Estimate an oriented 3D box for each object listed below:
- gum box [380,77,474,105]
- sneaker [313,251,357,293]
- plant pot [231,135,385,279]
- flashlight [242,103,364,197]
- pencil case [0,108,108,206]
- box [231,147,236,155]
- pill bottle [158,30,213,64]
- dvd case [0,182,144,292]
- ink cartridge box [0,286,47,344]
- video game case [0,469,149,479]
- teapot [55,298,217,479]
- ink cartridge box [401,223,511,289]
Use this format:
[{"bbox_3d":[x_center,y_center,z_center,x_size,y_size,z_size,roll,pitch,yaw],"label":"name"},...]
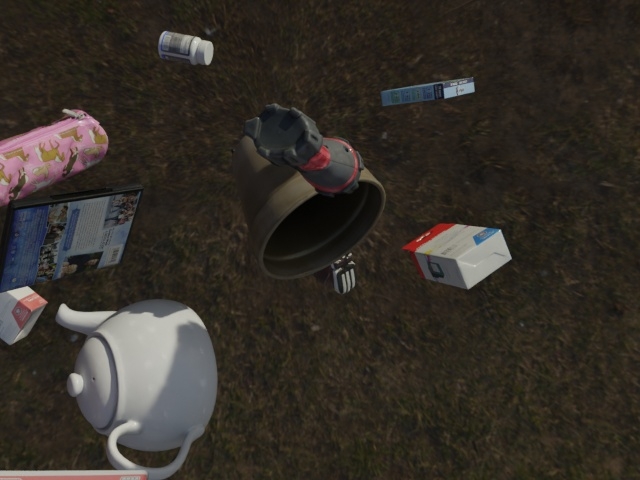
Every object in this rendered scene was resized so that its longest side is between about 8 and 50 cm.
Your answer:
[{"bbox_3d":[0.275,-0.381,1.692,0.184,0.157,0.041,1,106,41],"label":"gum box"},{"bbox_3d":[0.000,0.000,1.741,0.106,0.163,0.281,-21,112,-42],"label":"sneaker"},{"bbox_3d":[-0.058,-0.119,1.513,0.323,0.323,0.280,-35,62,2],"label":"plant pot"},{"bbox_3d":[-0.008,-0.133,1.012,0.103,0.304,0.103,-38,79,8],"label":"flashlight"},{"bbox_3d":[-0.714,-0.201,1.621,0.160,0.386,0.167,3,118,34],"label":"pencil case"},{"bbox_3d":[-0.214,-0.223,1.804,0.018,0.083,0.067,-9,102,16],"label":"box"},{"bbox_3d":[-0.376,-0.536,1.844,0.137,0.078,0.078,13,98,7],"label":"pill bottle"},{"bbox_3d":[-0.435,-0.009,1.153,0.022,0.253,0.180,39,121,24],"label":"dvd case"},{"bbox_3d":[-0.751,0.133,1.526,0.198,0.067,0.115,38,107,1],"label":"ink cartridge box"},{"bbox_3d":[-0.320,0.359,0.717,0.204,0.285,0.025,0,114,-1],"label":"video game case"},{"bbox_3d":[-0.289,0.214,1.008,0.187,0.256,0.252,-1,84,-41],"label":"teapot"},{"bbox_3d":[0.300,0.030,1.494,0.134,0.231,0.078,-31,106,-18],"label":"ink cartridge box"}]
